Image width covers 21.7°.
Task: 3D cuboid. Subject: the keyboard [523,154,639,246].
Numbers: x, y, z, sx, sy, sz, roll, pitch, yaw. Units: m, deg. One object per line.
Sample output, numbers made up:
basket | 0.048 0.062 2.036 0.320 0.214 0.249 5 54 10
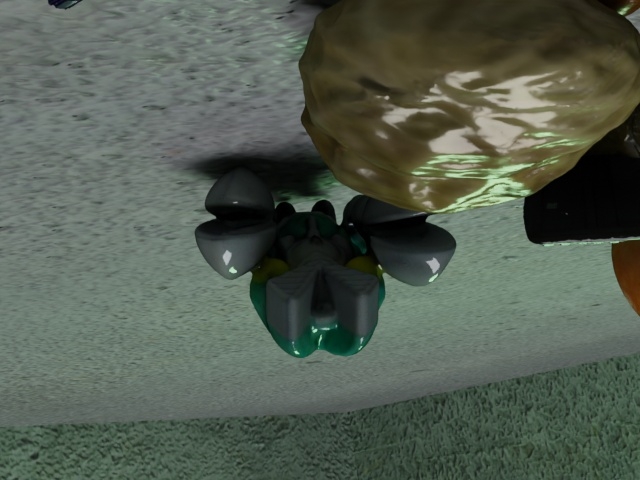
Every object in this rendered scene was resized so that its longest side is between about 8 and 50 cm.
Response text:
keyboard | 0.204 -0.029 1.256 0.104 0.041 0.381 -3 -172 10

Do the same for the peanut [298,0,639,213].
peanut | 0.084 -0.082 0.983 0.197 0.110 0.233 2 170 -2

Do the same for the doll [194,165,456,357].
doll | -0.019 0.004 1.351 0.195 0.153 0.258 -14 -161 -28

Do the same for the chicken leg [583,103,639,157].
chicken leg | 0.244 -0.081 1.248 0.196 0.080 0.125 -7 179 2

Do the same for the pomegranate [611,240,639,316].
pomegranate | 0.362 0.012 1.482 0.209 0.209 0.209 -8 170 -1

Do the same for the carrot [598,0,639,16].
carrot | 0.153 -0.138 0.979 0.035 0.035 0.142 -3 173 -27

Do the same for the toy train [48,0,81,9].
toy train | -0.107 -0.135 0.822 0.017 0.017 0.083 0 166 -43
